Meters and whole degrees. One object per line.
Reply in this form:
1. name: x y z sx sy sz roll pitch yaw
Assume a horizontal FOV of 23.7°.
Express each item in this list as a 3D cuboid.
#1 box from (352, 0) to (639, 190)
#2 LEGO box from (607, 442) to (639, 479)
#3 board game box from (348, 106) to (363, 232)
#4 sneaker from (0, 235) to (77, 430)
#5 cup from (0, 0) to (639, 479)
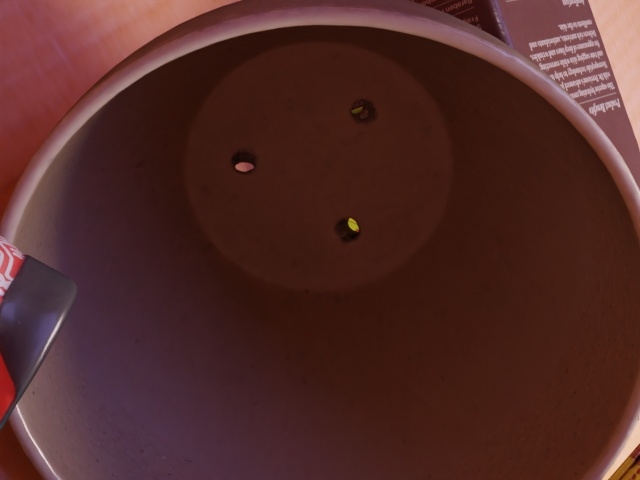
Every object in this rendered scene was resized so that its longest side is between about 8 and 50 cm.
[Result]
1. box: 0.116 -0.097 1.136 0.168 0.167 0.203 -19 91 -56
2. LEGO box: 0.170 0.367 0.685 0.372 0.193 0.500 36 52 21
3. board game box: 0.060 -0.053 1.024 0.043 0.181 0.092 38 46 -39
4. sneaker: -0.229 0.097 0.648 0.145 0.090 0.270 31 67 -9
5. cup: 0.000 0.000 0.847 0.331 0.331 0.237 57 12 -21
